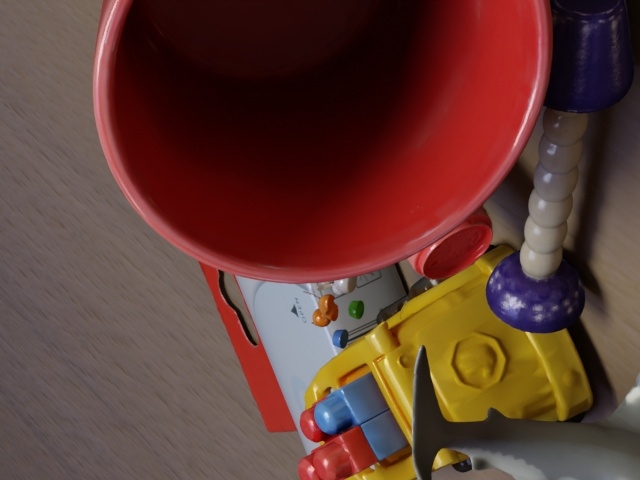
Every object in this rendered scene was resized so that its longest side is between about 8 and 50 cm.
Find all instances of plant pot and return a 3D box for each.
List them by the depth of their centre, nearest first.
[{"bbox_3d":[-0.017,-0.145,1.238,0.243,0.275,0.275,-113,11,-62],"label":"plant pot"}]

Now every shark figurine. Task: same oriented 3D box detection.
[{"bbox_3d":[0.182,0.134,1.340,0.166,0.278,0.116,-99,29,-81],"label":"shark figurine"}]

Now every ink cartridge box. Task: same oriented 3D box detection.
[{"bbox_3d":[-0.051,0.052,1.755,0.385,0.091,0.308,-10,104,63],"label":"ink cartridge box"}]

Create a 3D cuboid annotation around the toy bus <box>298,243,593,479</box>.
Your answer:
[{"bbox_3d":[0.062,0.121,1.461,0.149,0.211,0.220,61,156,5],"label":"toy bus"}]

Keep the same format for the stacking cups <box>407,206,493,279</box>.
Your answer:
[{"bbox_3d":[0.026,-0.110,1.431,0.316,0.096,0.096,54,153,28],"label":"stacking cups"}]

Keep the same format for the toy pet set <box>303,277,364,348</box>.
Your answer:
[{"bbox_3d":[0.000,0.000,1.530,0.065,0.122,0.114,8,139,27],"label":"toy pet set"}]

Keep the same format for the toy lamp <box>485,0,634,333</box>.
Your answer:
[{"bbox_3d":[0.153,-0.054,1.279,0.080,0.080,0.274,46,148,34],"label":"toy lamp"}]
